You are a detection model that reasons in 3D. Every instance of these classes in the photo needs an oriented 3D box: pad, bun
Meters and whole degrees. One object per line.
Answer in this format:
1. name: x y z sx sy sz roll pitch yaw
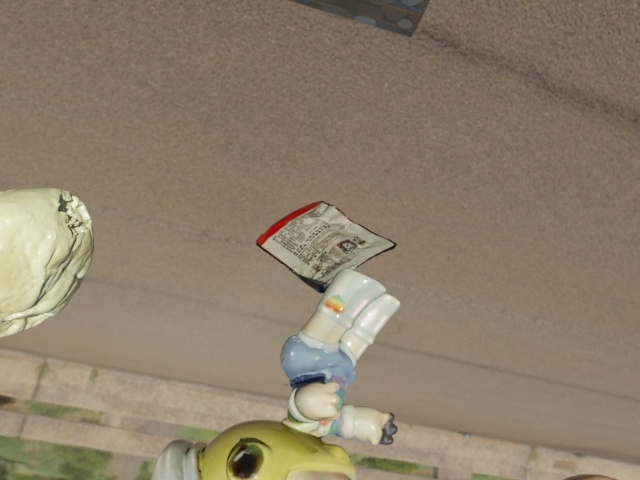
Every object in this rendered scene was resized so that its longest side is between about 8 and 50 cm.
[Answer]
1. pad: 0.041 -0.368 0.826 0.234 0.003 0.158 17 179 -1
2. bun: -0.367 0.036 0.649 0.134 0.220 0.220 57 145 5

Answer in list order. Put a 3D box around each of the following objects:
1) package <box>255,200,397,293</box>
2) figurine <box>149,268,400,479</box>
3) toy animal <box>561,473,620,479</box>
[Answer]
1. package: 0.000 0.000 0.926 0.239 0.154 0.030 35 151 48
2. figurine: -0.032 0.220 0.604 0.205 0.382 0.225 17 148 36
3. toy animal: 0.190 0.234 0.314 0.171 0.171 0.198 -5 148 23
